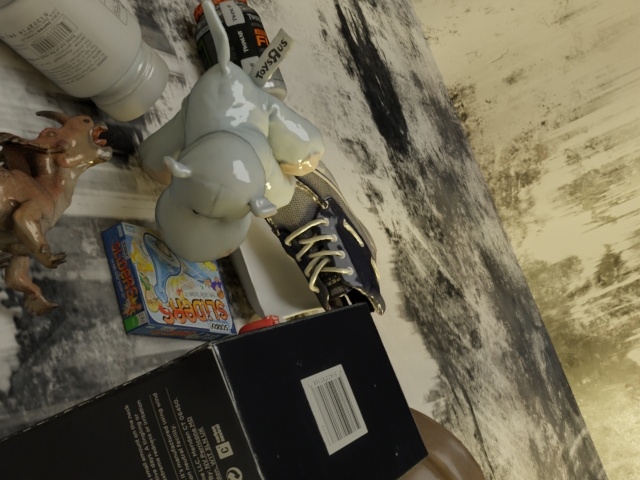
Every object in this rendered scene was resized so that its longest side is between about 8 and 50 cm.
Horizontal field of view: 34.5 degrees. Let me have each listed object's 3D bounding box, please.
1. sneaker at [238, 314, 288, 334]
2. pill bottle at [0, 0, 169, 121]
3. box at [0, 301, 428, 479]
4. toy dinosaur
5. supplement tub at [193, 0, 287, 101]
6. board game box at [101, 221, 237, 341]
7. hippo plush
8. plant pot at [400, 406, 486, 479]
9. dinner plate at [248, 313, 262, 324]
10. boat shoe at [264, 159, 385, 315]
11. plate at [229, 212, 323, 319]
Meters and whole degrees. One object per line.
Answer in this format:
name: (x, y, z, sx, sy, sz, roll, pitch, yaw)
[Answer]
sneaker: (-0.086, 0.179, 1.356, 0.270, 0.090, 0.145, 2, 64, -66)
pill bottle: (-0.297, -0.251, 1.269, 0.229, 0.131, 0.131, 43, 31, -45)
box: (-0.113, 0.208, 0.963, 0.343, 0.312, 0.179, -6, 73, -67)
toy dinosaur: (-0.334, -0.041, 0.991, 0.296, 0.127, 0.200, 2, 58, -53)
supplement tub: (-0.138, -0.307, 1.711, 0.117, 0.117, 0.190, 3, 65, -66)
board game box: (-0.189, 0.058, 1.319, 0.201, 0.035, 0.136, 16, 53, -62)
hippo plush: (-0.099, -0.092, 1.316, 0.234, 0.294, 0.236, 19, 36, -20)
plant pot: (0.058, 0.374, 1.320, 0.263, 0.263, 0.229, 60, 40, -13)
dinner plate: (-0.062, 0.169, 1.520, 0.141, 0.017, 0.141, 49, 26, -34)
boat shoe: (0.000, 0.000, 1.564, 0.340, 0.127, 0.158, 42, 26, -45)
plate: (-0.086, -0.008, 1.612, 0.278, 0.045, 0.277, -5, 72, -67)
